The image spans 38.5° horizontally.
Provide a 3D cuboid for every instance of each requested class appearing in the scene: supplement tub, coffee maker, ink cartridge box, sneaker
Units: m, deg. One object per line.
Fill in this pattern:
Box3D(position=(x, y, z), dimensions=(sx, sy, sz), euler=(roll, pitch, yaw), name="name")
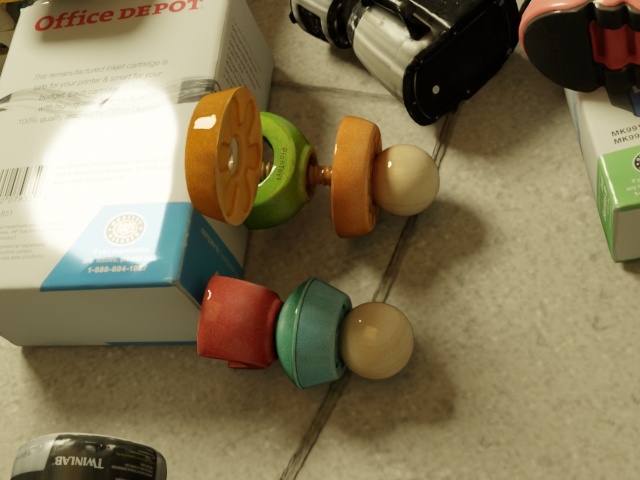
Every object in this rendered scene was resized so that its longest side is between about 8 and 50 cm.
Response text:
Box3D(position=(-0.176, 0.245, 0.659), dimensions=(0.117, 0.117, 0.190), euler=(-6, 61, 15), name="supplement tub")
Box3D(position=(0.086, -0.215, 0.841), dimensions=(0.171, 0.120, 0.178), euler=(-27, 56, -26), name="coffee maker")
Box3D(position=(-0.179, -0.070, 0.823), dimensions=(0.223, 0.129, 0.307), euler=(-3, 61, 18), name="ink cartridge box")
Box3D(position=(0.302, -0.183, 0.631), dimensions=(0.313, 0.116, 0.136), euler=(7, 63, 22), name="sneaker")
Box3D(position=(0.280, -0.107, 0.719), dimensions=(0.154, 0.093, 0.212), euler=(-12, 57, 12), name="ink cartridge box")

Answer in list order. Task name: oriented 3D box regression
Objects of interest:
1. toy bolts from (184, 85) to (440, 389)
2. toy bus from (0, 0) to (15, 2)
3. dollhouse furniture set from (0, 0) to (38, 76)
Box3D(position=(0.000, 0.000, 0.702), dimensions=(0.158, 0.218, 0.229), euler=(5, 82, 14), name="toy bolts")
Box3D(position=(-0.179, -0.327, 0.897), dimensions=(0.130, 0.332, 0.108), euler=(-32, 89, 42), name="toy bus")
Box3D(position=(-0.297, -0.282, 0.978), dimensions=(0.183, 0.129, 0.129), euler=(-11, 60, 12), name="dollhouse furniture set")
